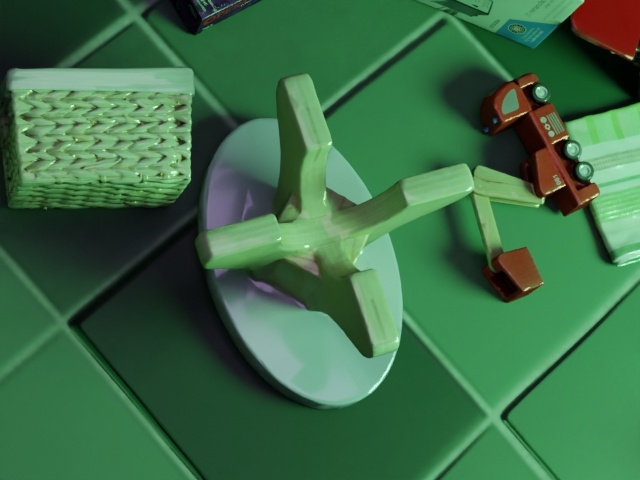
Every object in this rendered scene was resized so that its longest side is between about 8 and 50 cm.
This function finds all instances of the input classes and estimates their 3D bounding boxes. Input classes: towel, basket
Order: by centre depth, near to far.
[{"bbox_3d":[-0.198,-0.088,1.698,0.167,0.113,0.103,-2,77,-16],"label":"basket"},{"bbox_3d":[0.309,-0.059,1.881,0.113,0.023,0.152,-15,79,-20],"label":"towel"}]

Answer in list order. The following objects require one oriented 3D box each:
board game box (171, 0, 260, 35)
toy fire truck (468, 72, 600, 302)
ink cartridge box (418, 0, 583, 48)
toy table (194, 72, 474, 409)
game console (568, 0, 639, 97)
[{"bbox_3d":[-0.123,-0.389,1.844,0.208,0.056,0.347,-30,84,-26],"label":"board game box"},{"bbox_3d":[0.188,-0.052,1.832,0.135,0.047,0.192,-25,82,-20],"label":"toy fire truck"},{"bbox_3d":[0.151,-0.272,1.835,0.190,0.139,0.082,20,72,-9],"label":"ink cartridge box"},{"bbox_3d":[0.000,0.000,1.704,0.252,0.161,0.274,-27,82,-21],"label":"toy table"},{"bbox_3d":[0.297,-0.231,1.891,0.085,0.124,0.144,13,70,12],"label":"game console"}]
